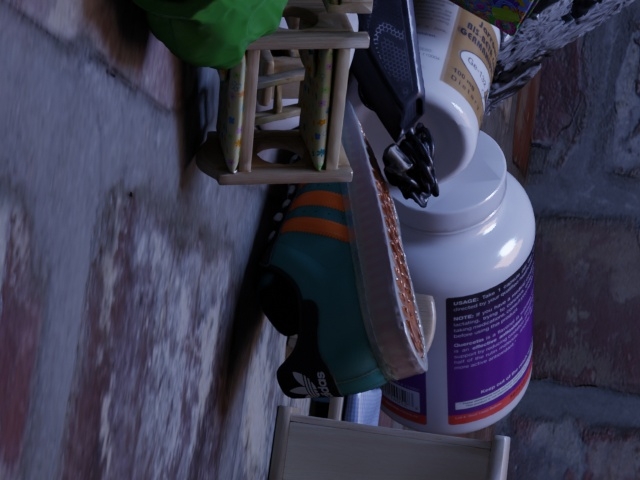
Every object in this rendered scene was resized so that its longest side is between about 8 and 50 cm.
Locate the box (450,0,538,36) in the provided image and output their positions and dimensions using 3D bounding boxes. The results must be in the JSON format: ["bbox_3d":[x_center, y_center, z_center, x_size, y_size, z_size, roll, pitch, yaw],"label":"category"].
[{"bbox_3d":[0.192,-0.387,1.598,0.279,0.177,0.290,-58,177,-29],"label":"box"}]

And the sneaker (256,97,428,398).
[{"bbox_3d":[0.000,0.000,1.473,0.302,0.121,0.108,-99,168,-47],"label":"sneaker"}]

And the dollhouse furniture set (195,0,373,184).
[{"bbox_3d":[-0.035,-0.156,1.237,0.161,0.101,0.182,-109,-159,-54],"label":"dollhouse furniture set"}]

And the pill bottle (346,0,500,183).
[{"bbox_3d":[0.100,-0.172,1.749,0.131,0.131,0.229,84,17,-47],"label":"pill bottle"}]

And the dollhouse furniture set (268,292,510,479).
[{"bbox_3d":[0.084,0.189,1.715,0.303,0.198,0.286,32,66,-78],"label":"dollhouse furniture set"}]

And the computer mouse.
[{"bbox_3d":[0.046,-0.163,1.551,0.188,0.072,0.272,48,35,-86],"label":"computer mouse"}]

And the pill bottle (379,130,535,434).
[{"bbox_3d":[0.125,0.038,1.863,0.323,0.182,0.181,85,16,-47],"label":"pill bottle"}]

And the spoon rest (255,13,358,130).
[{"bbox_3d":[0.003,-0.211,1.433,0.137,0.084,0.276,58,54,-70],"label":"spoon rest"}]

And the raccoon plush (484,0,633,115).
[{"bbox_3d":[0.152,-0.325,1.965,0.216,0.446,0.299,-17,74,-47],"label":"raccoon plush"}]

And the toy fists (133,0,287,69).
[{"bbox_3d":[-0.049,-0.239,1.082,0.142,0.096,0.279,19,80,-70],"label":"toy fists"}]
